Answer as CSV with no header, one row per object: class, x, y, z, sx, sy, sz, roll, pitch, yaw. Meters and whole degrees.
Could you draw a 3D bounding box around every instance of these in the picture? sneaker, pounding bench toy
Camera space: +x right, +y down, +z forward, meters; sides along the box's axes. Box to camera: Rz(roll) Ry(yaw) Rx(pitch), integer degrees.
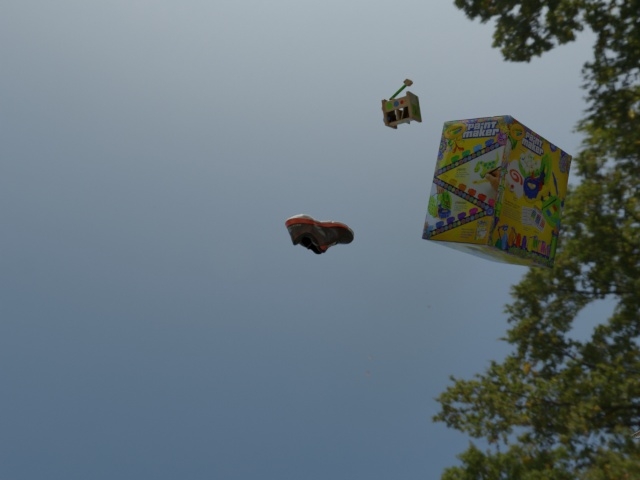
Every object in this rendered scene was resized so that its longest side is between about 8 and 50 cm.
sneaker,0.000,0.000,1.050,0.157,0.061,0.065,11,-119,-39
pounding bench toy,0.152,-0.266,1.107,0.052,0.065,0.083,-1,-97,-59

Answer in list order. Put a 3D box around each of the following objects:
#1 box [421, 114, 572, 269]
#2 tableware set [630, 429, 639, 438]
box,0.414,-0.102,1.313,0.289,0.177,0.279,16,-96,-40
tableware set,0.571,0.280,0.898,0.141,0.169,0.020,-28,-108,4
